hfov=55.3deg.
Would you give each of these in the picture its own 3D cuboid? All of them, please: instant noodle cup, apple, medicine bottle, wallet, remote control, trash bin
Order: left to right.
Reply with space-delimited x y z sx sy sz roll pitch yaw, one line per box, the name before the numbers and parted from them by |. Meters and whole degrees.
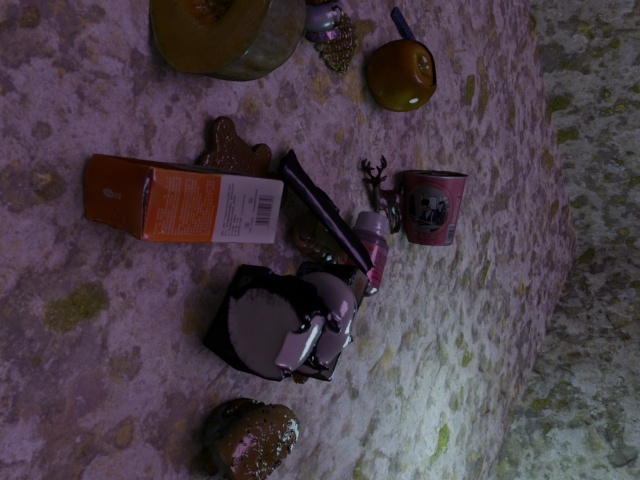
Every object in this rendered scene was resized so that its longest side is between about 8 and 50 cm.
trash bin | -0.173 0.200 1.528 0.165 0.115 0.225 51 58 -40
wallet | 0.017 -0.076 1.643 0.377 0.051 0.197 51 12 -15
medicine bottle | 0.135 0.041 1.877 0.147 0.147 0.247 34 65 -47
remote control | 0.291 -0.740 2.131 0.152 0.027 0.043 49 61 -39
apple | 0.269 -0.531 1.966 0.237 0.207 0.237 1 89 -53
instant noodle cup | 0.393 -0.117 2.153 0.244 0.244 0.255 -12 110 -51

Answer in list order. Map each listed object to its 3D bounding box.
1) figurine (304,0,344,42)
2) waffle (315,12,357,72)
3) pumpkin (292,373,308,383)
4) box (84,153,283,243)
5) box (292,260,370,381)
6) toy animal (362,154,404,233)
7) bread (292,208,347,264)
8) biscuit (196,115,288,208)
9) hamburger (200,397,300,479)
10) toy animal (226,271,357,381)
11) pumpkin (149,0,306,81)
figurine | -0.007 -0.674 1.630 0.142 0.189 0.263 -39 139 -31
waffle | 0.050 -0.603 1.825 0.169 0.036 0.184 29 68 -46
pumpkin | -0.054 0.354 1.725 0.074 0.054 0.083 -53 125 -41
box | -0.276 -0.084 1.261 0.341 0.225 0.143 2 100 -48
box | -0.012 0.211 1.655 0.084 0.198 0.310 46 58 -41
toy animal | 0.208 -0.149 2.030 0.243 0.087 0.260 -11 99 -65
bread | 0.000 0.000 1.755 0.225 0.081 0.134 35 60 -45
biscuit | -0.190 -0.164 1.533 0.301 0.049 0.197 34 75 -46
hamburger | -0.181 0.479 1.477 0.288 0.167 0.192 -41 124 -42
toy animal | -0.046 0.181 1.420 0.310 0.251 0.251 0 91 -59
pumpkin | -0.189 -0.495 1.332 0.199 0.332 0.332 16 79 -64
